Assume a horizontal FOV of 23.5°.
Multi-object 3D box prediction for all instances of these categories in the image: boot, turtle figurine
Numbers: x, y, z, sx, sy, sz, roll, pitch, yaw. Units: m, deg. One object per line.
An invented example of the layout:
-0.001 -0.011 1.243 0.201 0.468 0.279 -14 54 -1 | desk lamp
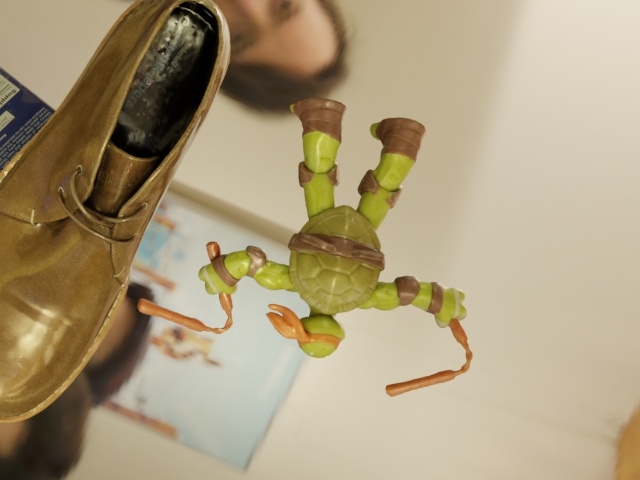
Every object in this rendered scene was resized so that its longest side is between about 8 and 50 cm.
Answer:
-0.148 -0.023 0.956 0.305 0.112 0.115 -63 -167 -1 | boot
0.000 0.000 1.218 0.087 0.269 0.217 92 7 -78 | turtle figurine

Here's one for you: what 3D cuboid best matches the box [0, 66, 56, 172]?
-0.265 -0.062 1.195 0.136 0.225 0.036 -47 149 -12 | box
